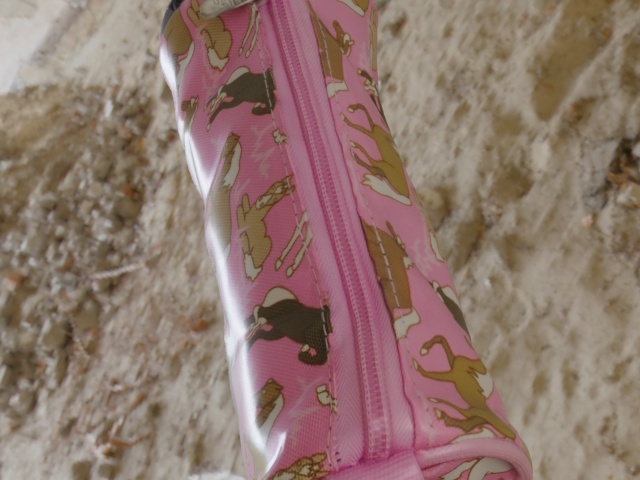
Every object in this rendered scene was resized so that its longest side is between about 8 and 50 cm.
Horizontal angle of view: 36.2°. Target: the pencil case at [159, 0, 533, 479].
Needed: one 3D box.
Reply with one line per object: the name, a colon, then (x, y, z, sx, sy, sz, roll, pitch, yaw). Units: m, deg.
pencil case: (0.000, 0.000, 0.572, 0.160, 0.167, 0.386, -36, 50, 29)
